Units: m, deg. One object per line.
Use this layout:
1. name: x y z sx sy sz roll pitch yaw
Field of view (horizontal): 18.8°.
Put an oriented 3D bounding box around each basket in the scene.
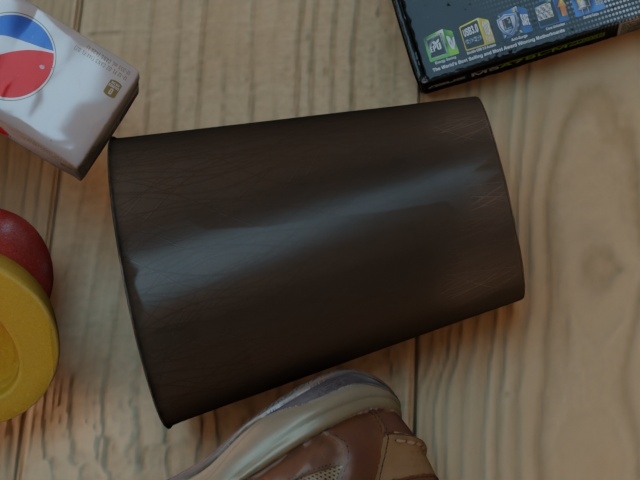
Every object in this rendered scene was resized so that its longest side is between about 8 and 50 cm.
1. basket: 0.000 0.000 1.169 0.227 0.154 0.204 -12 44 1

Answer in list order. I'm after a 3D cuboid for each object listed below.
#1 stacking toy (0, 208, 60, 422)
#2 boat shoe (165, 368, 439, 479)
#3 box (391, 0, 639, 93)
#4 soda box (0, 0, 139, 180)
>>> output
1. stacking toy: -0.336 0.008 1.199 0.279 0.309 0.130 -33 24 18
2. boat shoe: -0.070 0.204 1.091 0.324 0.123 0.116 -36 63 -6
3. box: 0.130 -0.211 1.281 0.191 0.045 0.184 -16 82 3
4. soda box: -0.220 -0.125 1.192 0.216 0.069 0.074 32 82 -1
